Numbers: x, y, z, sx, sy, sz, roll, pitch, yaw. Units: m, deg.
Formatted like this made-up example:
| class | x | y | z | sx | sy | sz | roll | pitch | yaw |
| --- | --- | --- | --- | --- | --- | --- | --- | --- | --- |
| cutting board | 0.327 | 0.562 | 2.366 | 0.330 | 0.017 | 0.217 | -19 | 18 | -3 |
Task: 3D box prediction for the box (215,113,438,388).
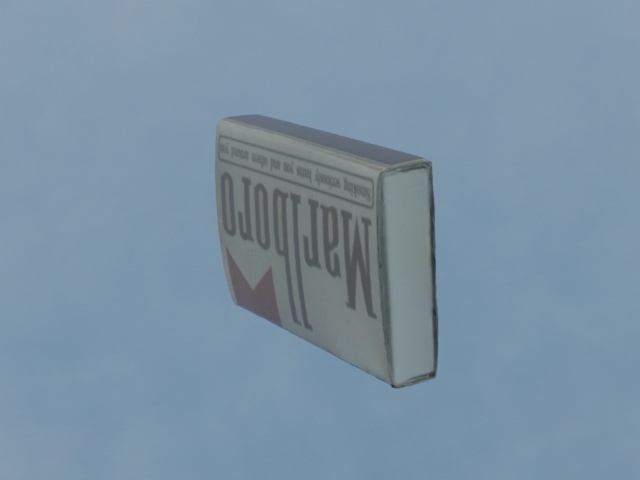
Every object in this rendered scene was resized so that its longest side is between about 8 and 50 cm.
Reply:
| class | x | y | z | sx | sy | sz | roll | pitch | yaw |
| --- | --- | --- | --- | --- | --- | --- | --- | --- | --- |
| box | 0.000 | 0.000 | 0.791 | 0.035 | 0.177 | 0.115 | -13 | -73 | -28 |
